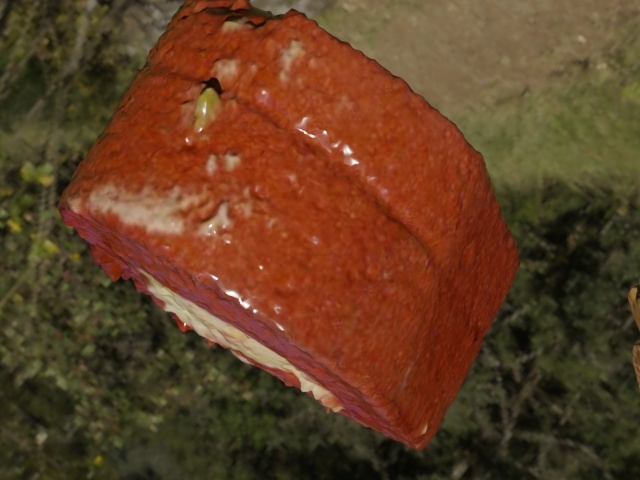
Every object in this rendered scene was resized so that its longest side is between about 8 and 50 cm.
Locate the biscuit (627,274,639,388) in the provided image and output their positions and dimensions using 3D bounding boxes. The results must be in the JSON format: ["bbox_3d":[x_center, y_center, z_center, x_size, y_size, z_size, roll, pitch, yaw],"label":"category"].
[{"bbox_3d":[0.306,0.130,0.944,0.202,0.044,0.288,-118,5,-51],"label":"biscuit"}]

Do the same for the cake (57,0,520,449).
[{"bbox_3d":[0.000,0.000,0.615,0.177,0.150,0.283,23,165,19],"label":"cake"}]
